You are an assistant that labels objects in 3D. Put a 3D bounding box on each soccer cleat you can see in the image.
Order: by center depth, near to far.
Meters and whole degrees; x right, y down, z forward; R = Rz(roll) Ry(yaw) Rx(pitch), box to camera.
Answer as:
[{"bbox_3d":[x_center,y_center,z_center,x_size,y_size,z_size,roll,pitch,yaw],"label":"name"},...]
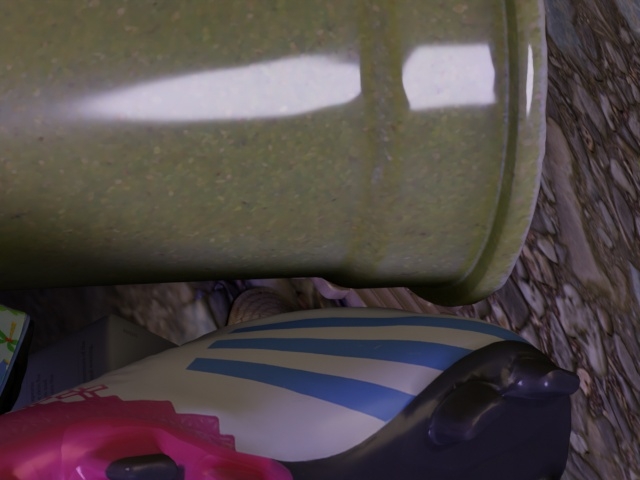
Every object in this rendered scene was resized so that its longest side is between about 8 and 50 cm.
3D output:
[{"bbox_3d":[-0.047,0.093,0.567,0.331,0.143,0.116,-8,104,-45],"label":"soccer cleat"}]

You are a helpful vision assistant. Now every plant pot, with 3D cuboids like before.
[{"bbox_3d":[-0.082,-0.086,0.637,0.276,0.254,0.276,170,-90,-74],"label":"plant pot"}]

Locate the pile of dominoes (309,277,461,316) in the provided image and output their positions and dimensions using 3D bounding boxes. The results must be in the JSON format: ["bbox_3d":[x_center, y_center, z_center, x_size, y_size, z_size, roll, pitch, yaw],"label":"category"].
[{"bbox_3d":[0.000,0.000,1.000,0.251,0.040,0.196,30,24,-43],"label":"pile of dominoes"}]

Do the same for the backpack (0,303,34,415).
[{"bbox_3d":[-0.159,0.065,0.558,0.084,0.114,0.105,30,37,-17],"label":"backpack"}]

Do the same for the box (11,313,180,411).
[{"bbox_3d":[-0.086,0.105,0.686,0.102,0.087,0.101,33,38,-47],"label":"box"}]

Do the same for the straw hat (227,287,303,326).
[{"bbox_3d":[0.013,0.080,0.929,0.144,0.061,0.144,43,32,-35],"label":"straw hat"}]
